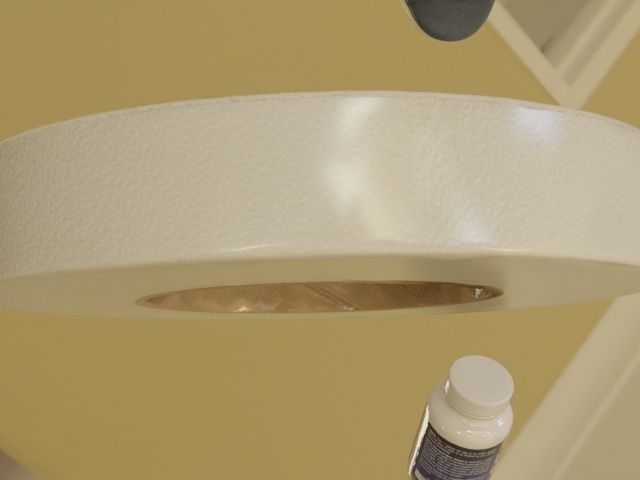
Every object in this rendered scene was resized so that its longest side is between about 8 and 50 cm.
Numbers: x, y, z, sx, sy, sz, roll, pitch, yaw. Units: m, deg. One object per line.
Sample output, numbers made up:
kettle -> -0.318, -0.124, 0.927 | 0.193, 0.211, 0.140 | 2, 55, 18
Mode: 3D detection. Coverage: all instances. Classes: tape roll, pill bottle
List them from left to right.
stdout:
tape roll -> 0.000, 0.000, 0.596 | 0.392, 0.392, 0.072 | -12, -104, 54
pill bottle -> 0.155, 0.206, 1.132 | 0.094, 0.094, 0.169 | -73, 175, -49

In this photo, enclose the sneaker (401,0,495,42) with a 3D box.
sneaker -> 0.149, -0.324, 0.999 | 0.131, 0.350, 0.148 | -11, -136, -11
